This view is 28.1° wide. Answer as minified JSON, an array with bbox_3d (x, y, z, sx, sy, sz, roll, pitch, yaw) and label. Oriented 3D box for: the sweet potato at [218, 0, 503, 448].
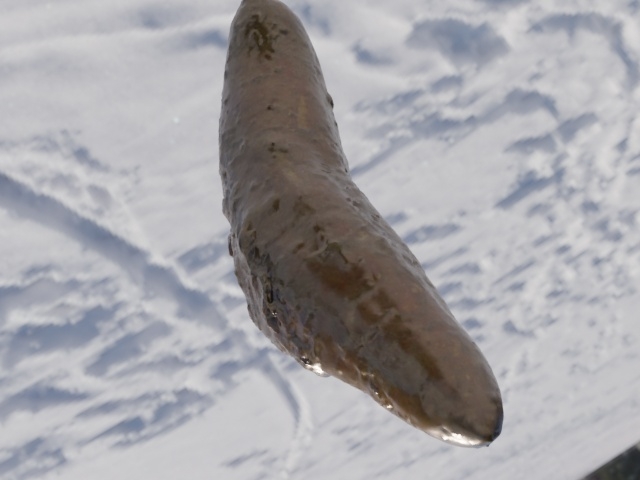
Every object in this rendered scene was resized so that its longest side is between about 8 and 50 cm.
[{"bbox_3d":[-0.003,0.001,0.732,0.092,0.341,0.114,15,128,-41],"label":"sweet potato"}]
